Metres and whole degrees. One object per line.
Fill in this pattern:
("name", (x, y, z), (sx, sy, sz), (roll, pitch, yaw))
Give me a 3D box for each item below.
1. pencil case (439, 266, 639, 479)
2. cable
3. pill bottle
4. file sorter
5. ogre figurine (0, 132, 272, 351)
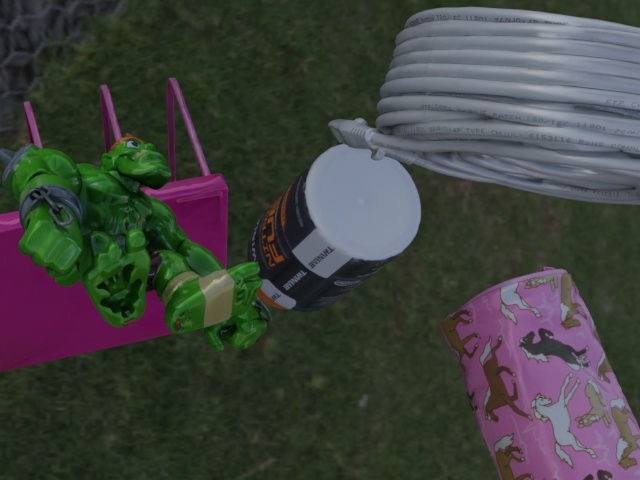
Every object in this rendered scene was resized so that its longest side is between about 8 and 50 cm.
("pencil case", (0.274, 0.217, 1.283), (0.167, 0.160, 0.386), (1, 60, -52))
("cable", (0.166, -0.080, 0.762), (0.257, 0.257, 0.089), (12, 88, -28))
("pill bottle", (0.000, 0.000, 1.263), (0.130, 0.246, 0.130), (8, 67, -20))
("file sorter", (-0.251, -0.019, 1.098), (0.291, 0.202, 0.182), (-12, 52, -15))
("ogre figurine", (-0.117, 0.000, 0.685), (0.197, 0.118, 0.097), (1, 126, -46))
